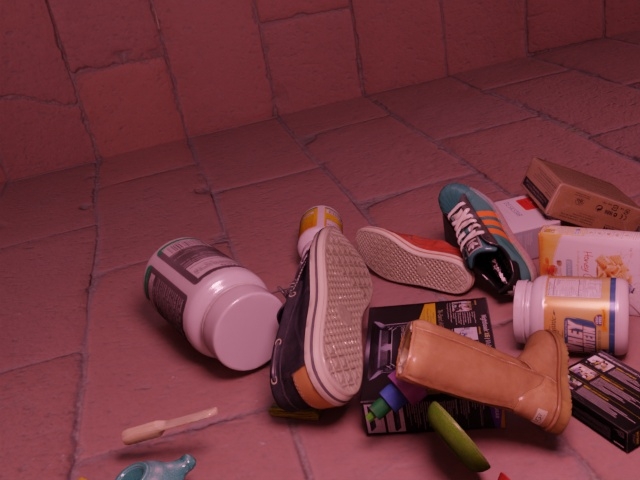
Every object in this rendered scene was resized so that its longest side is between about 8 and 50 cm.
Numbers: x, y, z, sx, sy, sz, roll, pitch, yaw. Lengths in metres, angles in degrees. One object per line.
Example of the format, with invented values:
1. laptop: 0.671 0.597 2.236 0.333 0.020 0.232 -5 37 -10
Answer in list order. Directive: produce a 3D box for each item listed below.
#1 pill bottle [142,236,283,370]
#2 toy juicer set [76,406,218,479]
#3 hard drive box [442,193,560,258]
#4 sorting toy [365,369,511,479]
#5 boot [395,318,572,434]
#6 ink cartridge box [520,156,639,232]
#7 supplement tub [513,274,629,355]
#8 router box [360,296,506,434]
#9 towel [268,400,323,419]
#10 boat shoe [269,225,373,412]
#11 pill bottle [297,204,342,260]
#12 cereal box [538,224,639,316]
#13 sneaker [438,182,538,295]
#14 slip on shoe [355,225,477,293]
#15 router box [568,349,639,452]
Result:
1. pill bottle: -0.235 0.134 1.565 0.204 0.204 0.361 -24 29 -26
2. toy juicer set: -0.314 0.415 1.172 0.209 0.089 0.329 -8 31 36
3. hard drive box: 0.440 -0.019 1.746 0.232 0.089 0.181 -13 26 -6
4. sorting toy: 0.184 0.343 1.063 0.126 0.127 0.365 -40 45 -5
5. boot: 0.267 0.184 1.168 0.270 0.089 0.236 20 27 0
6. ink cartridge box: 0.633 -0.103 1.736 0.235 0.088 0.193 16 23 -11
7. supplement tub: 0.474 0.139 1.345 0.200 0.144 0.144 1 28 23
8. router box: 0.207 0.227 1.341 0.243 0.081 0.309 -6 26 11
9. towel: -0.014 0.268 1.415 0.102 0.021 0.237 1 28 21
10. boat shoe: -0.002 0.140 1.416 0.156 0.187 0.500 -31 26 25
11. pill bottle: 0.000 0.000 1.847 0.118 0.117 0.208 -8 26 5
12. cereal box: 0.567 0.061 1.437 0.240 0.173 0.047 6 30 33
13. sneaker: 0.350 -0.008 1.562 0.121 0.108 0.302 -9 56 -51
14. slip on shoe: 0.226 0.039 1.688 0.331 0.123 0.101 16 29 35
15. router box: 0.491 0.264 1.196 0.133 0.046 0.179 -21 27 -20
